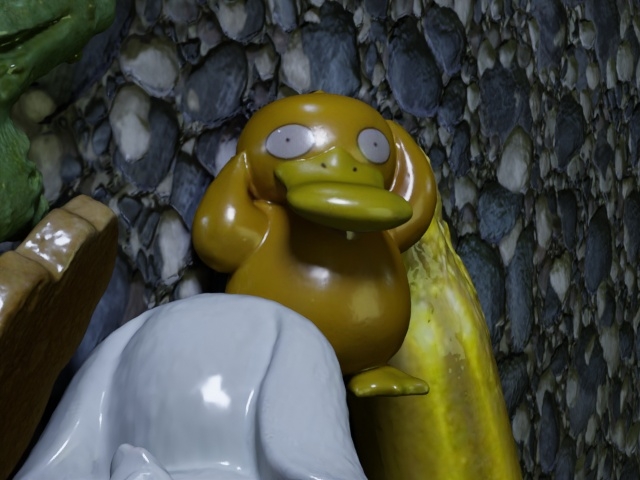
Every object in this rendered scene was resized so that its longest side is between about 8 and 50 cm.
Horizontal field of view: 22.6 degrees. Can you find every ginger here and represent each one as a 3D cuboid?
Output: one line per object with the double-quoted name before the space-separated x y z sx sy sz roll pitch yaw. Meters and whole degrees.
"ginger" -0.205 -0.077 0.969 0.137 0.089 0.290 30 62 -37

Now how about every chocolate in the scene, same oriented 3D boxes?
"chocolate" 0.101 0.123 1.442 0.162 0.162 0.445 -41 126 -51

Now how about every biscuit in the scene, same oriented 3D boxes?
"biscuit" -0.211 0.110 0.960 0.183 0.047 0.320 73 40 -75

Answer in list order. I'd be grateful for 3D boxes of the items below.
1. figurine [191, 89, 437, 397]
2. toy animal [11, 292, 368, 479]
"figurine" -0.002 0.007 1.259 0.215 0.215 0.228 -28 132 -56
"toy animal" -0.074 0.145 1.065 0.265 0.271 0.206 -74 149 -46
